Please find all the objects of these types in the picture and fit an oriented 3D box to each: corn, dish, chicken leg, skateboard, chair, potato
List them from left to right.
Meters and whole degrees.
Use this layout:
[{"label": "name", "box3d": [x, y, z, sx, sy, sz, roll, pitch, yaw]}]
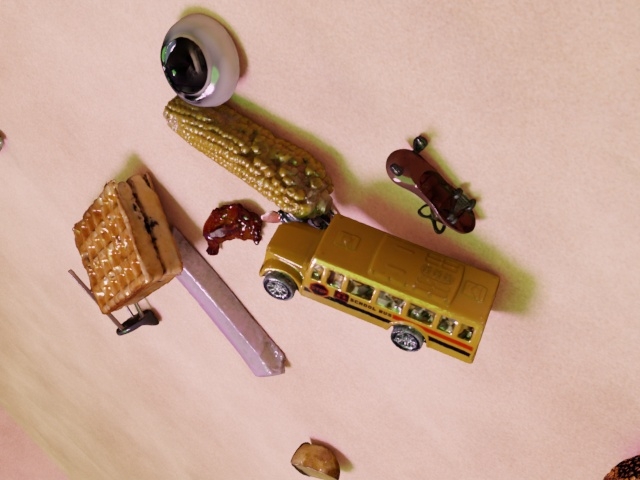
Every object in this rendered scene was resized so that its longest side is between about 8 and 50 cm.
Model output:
[{"label": "chair", "box3d": [-0.457, 0.126, 2.112, 0.221, 0.095, 0.104, 56, 154, -17]}, {"label": "dish", "box3d": [-0.197, -0.257, 1.404, 0.141, 0.078, 0.141, 16, 119, 31]}, {"label": "chicken leg", "box3d": [-0.165, -0.017, 1.694, 0.093, 0.053, 0.205, 44, 153, -25]}, {"label": "corn", "box3d": [-0.108, -0.134, 1.464, 0.320, 0.097, 0.097, 33, 145, 21]}, {"label": "potato", "box3d": [0.004, 0.469, 2.013, 0.103, 0.066, 0.096, 9, 157, 29]}, {"label": "skateboard", "box3d": [0.148, -0.064, 1.299, 0.151, 0.067, 0.080, 47, 156, -9]}]

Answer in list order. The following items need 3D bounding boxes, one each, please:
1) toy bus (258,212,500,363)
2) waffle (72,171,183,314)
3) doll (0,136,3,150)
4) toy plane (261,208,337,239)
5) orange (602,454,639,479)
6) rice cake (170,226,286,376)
[{"label": "toy bus", "box3d": [0.083, 0.057, 1.373, 0.335, 0.121, 0.123, 22, 142, 7]}, {"label": "waffle", "box3d": [-0.384, 0.013, 1.864, 0.308, 0.091, 0.213, -31, 78, 56]}, {"label": "doll", "box3d": [-0.759, -0.235, 2.081, 0.150, 0.077, 0.115, 52, 137, 10]}, {"label": "toy plane", "box3d": [-0.001, 0.001, 1.520, 0.189, 0.061, 0.130, 45, 117, -6]}, {"label": "orange", "box3d": [0.494, 0.411, 1.331, 0.234, 0.182, 0.234, 18, 126, 26]}, {"label": "rice cake", "box3d": [-0.195, 0.131, 1.874, 0.365, 0.056, 0.073, 52, 144, -11]}]
